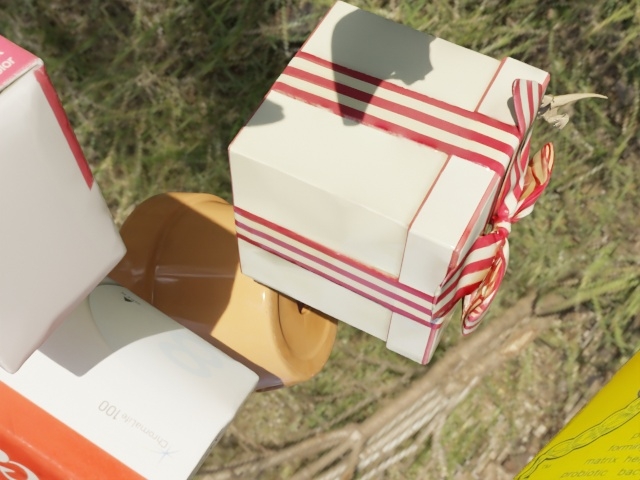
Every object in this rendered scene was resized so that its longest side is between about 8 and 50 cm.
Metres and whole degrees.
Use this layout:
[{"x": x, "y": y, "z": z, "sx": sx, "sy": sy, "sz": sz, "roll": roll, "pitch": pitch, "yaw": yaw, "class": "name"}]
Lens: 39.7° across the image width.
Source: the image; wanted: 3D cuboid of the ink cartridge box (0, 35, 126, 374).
[{"x": -0.300, "y": -0.076, "z": 0.592, "sx": 0.306, "sy": 0.131, "sz": 0.226, "roll": 33, "pitch": 157, "yaw": 19, "class": "ink cartridge box"}]

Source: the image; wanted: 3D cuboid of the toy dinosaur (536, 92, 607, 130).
[{"x": 0.308, "y": -0.183, "z": 1.218, "sx": 0.093, "sy": 0.183, "sz": 0.053, "roll": -82, "pitch": -27, "yaw": -72, "class": "toy dinosaur"}]

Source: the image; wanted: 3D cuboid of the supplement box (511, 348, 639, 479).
[{"x": 0.185, "y": 0.176, "z": 0.368, "sx": 0.194, "sy": 0.356, "sz": 0.195, "roll": 57, "pitch": 150, "yaw": -2, "class": "supplement box"}]

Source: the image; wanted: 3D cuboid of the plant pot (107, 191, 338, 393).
[{"x": -0.107, "y": 0.077, "z": 1.135, "sx": 0.203, "sy": 0.291, "sz": 0.291, "roll": -2, "pitch": 134, "yaw": 27, "class": "plant pot"}]

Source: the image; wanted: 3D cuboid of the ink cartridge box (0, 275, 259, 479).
[{"x": -0.228, "y": 0.103, "z": 0.739, "sx": 0.308, "sy": 0.091, "sz": 0.385, "roll": 34, "pitch": -175, "yaw": 2, "class": "ink cartridge box"}]

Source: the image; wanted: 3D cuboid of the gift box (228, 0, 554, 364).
[{"x": 0.073, "y": -0.053, "z": 0.854, "sx": 0.258, "sy": 0.255, "sz": 0.276, "roll": 24, "pitch": 155, "yaw": 12, "class": "gift box"}]
